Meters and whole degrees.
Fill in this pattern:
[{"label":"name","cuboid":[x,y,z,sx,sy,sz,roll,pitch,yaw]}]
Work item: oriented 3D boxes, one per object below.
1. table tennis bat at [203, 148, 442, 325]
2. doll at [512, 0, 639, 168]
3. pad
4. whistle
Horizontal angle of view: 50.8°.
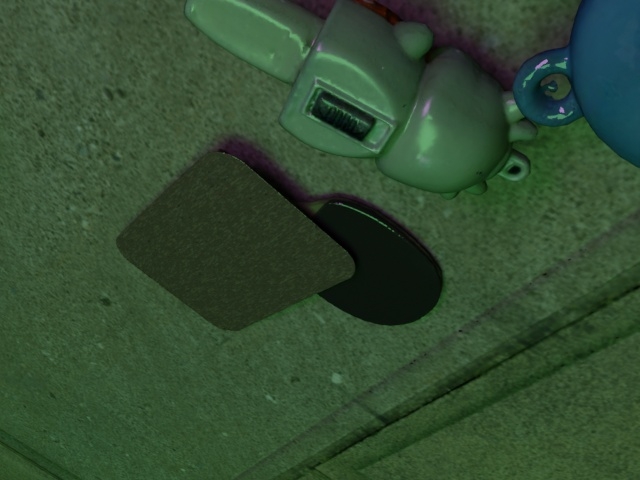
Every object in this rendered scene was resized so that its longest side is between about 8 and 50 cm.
[{"label":"table tennis bat","cuboid":[0.000,0.000,0.620,0.247,0.022,0.138,36,138,-9]},{"label":"doll","cuboid":[0.267,-0.089,0.330,0.342,0.098,0.346,-4,132,31]},{"label":"pad","cuboid":[-0.097,0.016,0.680,0.176,0.002,0.266,41,141,-17]},{"label":"whistle","cuboid":[0.029,-0.102,0.446,0.253,0.105,0.101,25,107,-6]}]
